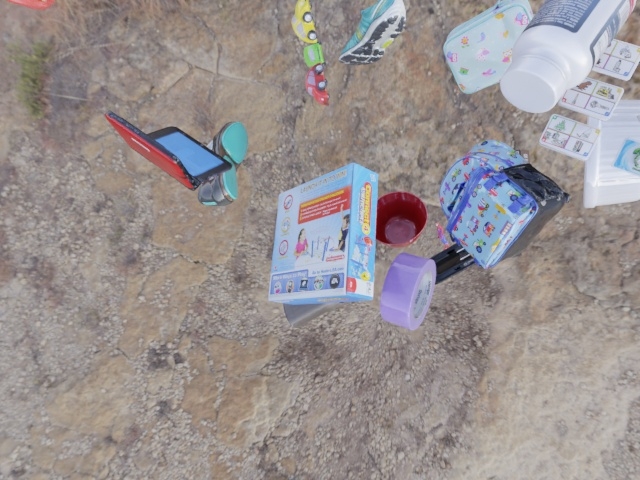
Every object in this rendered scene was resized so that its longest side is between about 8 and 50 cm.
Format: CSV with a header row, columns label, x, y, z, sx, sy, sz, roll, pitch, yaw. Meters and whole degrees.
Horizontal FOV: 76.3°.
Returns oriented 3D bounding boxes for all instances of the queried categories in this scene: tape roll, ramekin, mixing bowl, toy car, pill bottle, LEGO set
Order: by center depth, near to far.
label,x,y,z,sx,sy,sz,roll,pitch,yaw
pill bottle,0.336,-0.275,0.568,0.107,0.108,0.180,36,85,13
LEGO set,0.495,-0.187,0.626,0.244,0.060,0.183,26,98,16
ramekin,0.721,-0.213,0.991,0.127,0.272,0.273,4,81,34
toy car,-0.021,-0.460,1.015,0.053,0.225,0.239,-10,111,7
tape roll,0.232,0.131,1.065,0.080,0.189,0.189,16,83,31
mixing bowl,0.236,-0.046,1.230,0.181,0.098,0.182,-9,59,16

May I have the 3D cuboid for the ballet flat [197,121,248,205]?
label,x,y,z,sx,sy,sz,roll,pitch,yaw
ballet flat,-0.239,-0.187,0.963,0.096,0.095,0.281,-16,43,16

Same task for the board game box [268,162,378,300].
label,x,y,z,sx,sy,sz,roll,pitch,yaw
board game box,0.000,0.000,1.016,0.308,0.086,0.302,-13,67,49

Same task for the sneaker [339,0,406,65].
label,x,y,z,sx,sy,sz,roll,pitch,yaw
sneaker,0.143,-0.582,1.138,0.106,0.275,0.110,-2,82,-28

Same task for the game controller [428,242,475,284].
label,x,y,z,sx,sy,sz,roll,pitch,yaw
game controller,0.487,0.042,1.350,0.319,0.166,0.067,-33,109,18

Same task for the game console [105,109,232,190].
label,x,y,z,sx,sy,sz,roll,pitch,yaw
game console,-0.224,-0.150,0.620,0.144,0.124,0.085,34,74,14

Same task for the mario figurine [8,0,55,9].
label,x,y,z,sx,sy,sz,roll,pitch,yaw
mario figurine,-0.442,-0.510,0.645,0.320,0.170,0.198,-20,77,50

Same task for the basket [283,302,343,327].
label,x,y,z,sx,sy,sz,roll,pitch,yaw
basket,-0.021,0.238,1.706,0.226,0.154,0.205,-25,39,25

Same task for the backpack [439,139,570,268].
label,x,y,z,sx,sy,sz,roll,pitch,yaw
backpack,0.257,-0.065,0.635,0.116,0.158,0.173,-15,55,-27

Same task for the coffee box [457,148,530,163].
label,x,y,z,sx,sy,sz,roll,pitch,yaw
coffee box,0.710,-0.304,1.669,0.246,0.141,0.098,-2,97,39

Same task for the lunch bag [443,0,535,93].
label,x,y,z,sx,sy,sz,roll,pitch,yaw
lunch bag,0.553,-0.628,1.307,0.279,0.108,0.224,-15,120,40

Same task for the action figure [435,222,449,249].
label,x,y,z,sx,sy,sz,roll,pitch,yaw
action figure,0.478,-0.017,1.608,0.030,0.038,0.115,-20,97,-3
